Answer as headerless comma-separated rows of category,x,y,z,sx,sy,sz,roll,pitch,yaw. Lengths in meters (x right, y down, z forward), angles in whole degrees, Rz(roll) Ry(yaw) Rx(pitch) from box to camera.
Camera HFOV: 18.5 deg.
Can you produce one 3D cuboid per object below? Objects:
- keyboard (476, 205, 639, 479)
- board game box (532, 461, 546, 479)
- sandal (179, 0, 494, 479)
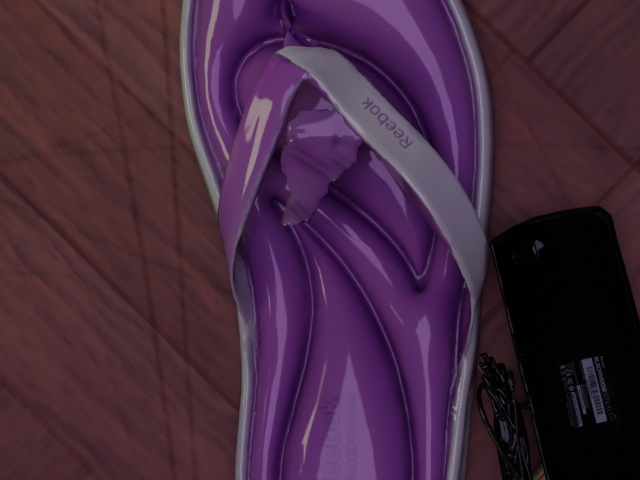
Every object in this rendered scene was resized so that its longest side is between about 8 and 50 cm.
keyboard,0.126,0.083,1.029,0.100,0.038,0.192,-11,83,-17
board game box,0.145,0.203,1.054,0.147,0.045,0.193,41,92,5
sandal,0.015,-0.002,1.040,0.169,0.102,0.416,-7,88,4
